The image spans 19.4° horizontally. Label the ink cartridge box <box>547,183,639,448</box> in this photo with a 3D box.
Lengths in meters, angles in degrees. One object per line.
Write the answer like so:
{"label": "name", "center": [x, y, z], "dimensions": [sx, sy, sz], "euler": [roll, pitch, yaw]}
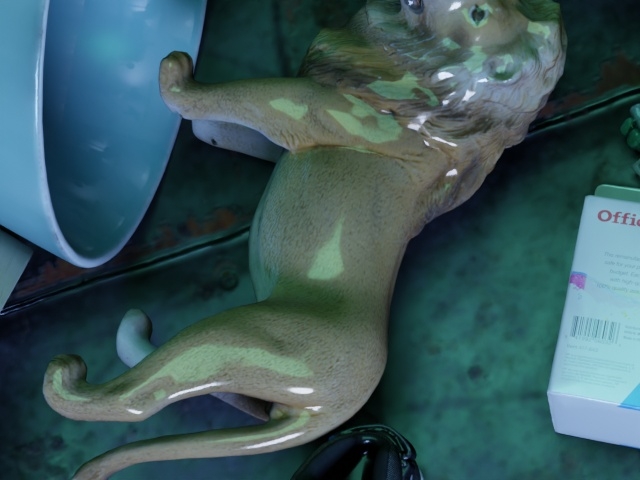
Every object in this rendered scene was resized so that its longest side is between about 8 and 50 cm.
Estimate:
{"label": "ink cartridge box", "center": [0.194, 0.043, 1.105], "dimensions": [0.092, 0.090, 0.143], "euler": [10, 71, 14]}

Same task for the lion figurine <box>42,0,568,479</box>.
{"label": "lion figurine", "center": [0.000, 0.000, 1.130], "dimensions": [0.240, 0.142, 0.392], "euler": [10, 72, 16]}

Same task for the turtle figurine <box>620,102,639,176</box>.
{"label": "turtle figurine", "center": [0.258, -0.102, 1.135], "dimensions": [0.118, 0.175, 0.234], "euler": [-34, 99, -35]}

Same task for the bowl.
{"label": "bowl", "center": [-0.185, -0.151, 1.123], "dimensions": [0.163, 0.311, 0.312], "euler": [12, 71, 10]}

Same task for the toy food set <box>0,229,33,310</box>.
{"label": "toy food set", "center": [-0.320, 0.051, 1.092], "dimensions": [0.219, 0.092, 0.306], "euler": [32, 41, -10]}

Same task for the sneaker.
{"label": "sneaker", "center": [-0.010, 0.202, 1.061], "dimensions": [0.079, 0.121, 0.217], "euler": [18, 73, 17]}
